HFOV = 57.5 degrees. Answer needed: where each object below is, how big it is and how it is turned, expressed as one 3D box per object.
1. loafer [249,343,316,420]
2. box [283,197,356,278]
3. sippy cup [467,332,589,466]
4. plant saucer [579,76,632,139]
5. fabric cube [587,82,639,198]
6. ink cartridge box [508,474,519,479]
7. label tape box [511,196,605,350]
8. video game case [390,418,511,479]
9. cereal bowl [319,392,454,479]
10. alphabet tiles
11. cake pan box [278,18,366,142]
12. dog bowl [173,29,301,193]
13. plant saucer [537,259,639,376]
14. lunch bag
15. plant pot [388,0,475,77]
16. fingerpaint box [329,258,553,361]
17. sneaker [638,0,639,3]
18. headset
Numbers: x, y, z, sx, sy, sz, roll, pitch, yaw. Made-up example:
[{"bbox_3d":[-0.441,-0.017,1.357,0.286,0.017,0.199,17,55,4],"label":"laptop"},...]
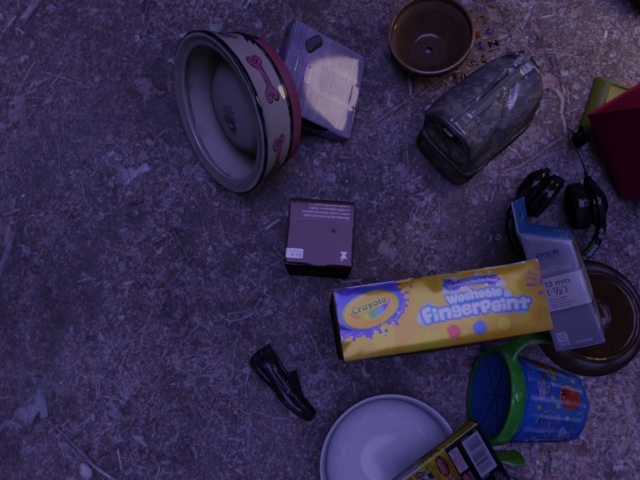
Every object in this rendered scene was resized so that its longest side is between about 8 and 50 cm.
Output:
[{"bbox_3d":[-0.086,0.364,1.491,0.078,0.076,0.223,-44,78,0],"label":"loafer"},{"bbox_3d":[0.000,0.000,1.498,0.168,0.203,0.167,5,79,0],"label":"box"},{"bbox_3d":[0.511,0.392,1.423,0.224,0.306,0.240,12,50,-9],"label":"sippy cup"},{"bbox_3d":[0.853,-0.363,1.649,0.188,0.045,0.188,21,80,4],"label":"plant saucer"},{"bbox_3d":[0.903,-0.275,1.486,0.259,0.254,0.258,-30,102,-8],"label":"fabric cube"},{"bbox_3d":[0.422,0.647,1.427,0.219,0.092,0.160,26,81,4],"label":"ink cartridge box"},{"bbox_3d":[0.564,0.056,1.382,0.115,0.249,0.348,-16,90,25],"label":"label tape box"},{"bbox_3d":[0.322,0.594,1.327,0.248,0.035,0.275,-31,94,-14],"label":"video game case"},{"bbox_3d":[0.165,0.541,1.424,0.338,0.141,0.339,0,79,0],"label":"cereal bowl"},{"bbox_3d":[0.424,-0.574,1.709,0.198,0.009,0.237,-15,80,-3],"label":"alphabet tiles"},{"bbox_3d":[-0.008,-0.425,1.593,0.245,0.070,0.267,17,78,-28],"label":"cake pan box"},{"bbox_3d":[-0.207,-0.335,1.483,0.150,0.408,0.408,-27,79,-33],"label":"dog bowl"},{"bbox_3d":[0.714,0.201,1.539,0.310,0.050,0.311,0,79,1],"label":"plant saucer"},{"bbox_3d":[0.424,-0.331,1.535,0.305,0.256,0.213,-40,82,-8],"label":"lunch bag"},{"bbox_3d":[0.310,-0.561,1.648,0.237,0.110,0.238,-1,81,8],"label":"plant pot"},{"bbox_3d":[0.252,0.179,1.379,0.444,0.371,0.163,-8,79,-2],"label":"fingerpaint box"},{"bbox_3d":[0.860,-0.797,1.709,0.146,0.134,0.343,-42,85,18],"label":"sneaker"},{"bbox_3d":[0.648,-0.113,1.571,0.243,0.185,0.394,17,92,13],"label":"headset"}]
